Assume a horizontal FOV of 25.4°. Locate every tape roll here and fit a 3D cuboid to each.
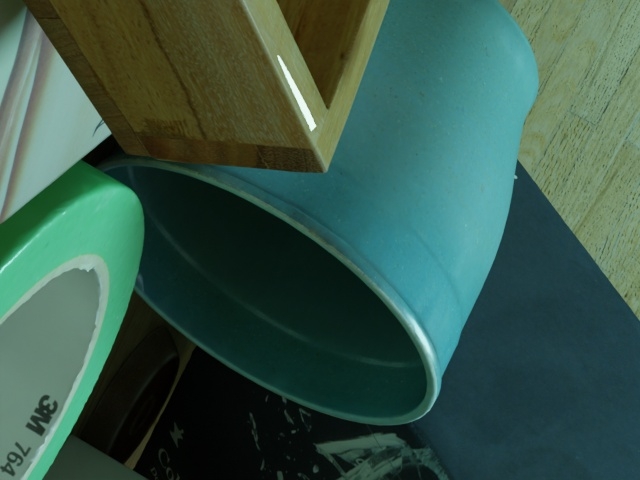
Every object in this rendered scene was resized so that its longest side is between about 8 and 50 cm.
[{"bbox_3d":[-0.213,0.094,0.782,0.321,0.077,0.321,-58,171,-14],"label":"tape roll"}]

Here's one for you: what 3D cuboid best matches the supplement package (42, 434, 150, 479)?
[{"bbox_3d":[-0.167,0.331,1.202,0.204,0.262,0.145,-52,168,-48],"label":"supplement package"}]

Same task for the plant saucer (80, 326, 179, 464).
[{"bbox_3d":[-0.181,0.162,1.372,0.168,0.029,0.168,-60,172,-13],"label":"plant saucer"}]

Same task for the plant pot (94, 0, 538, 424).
[{"bbox_3d":[0.018,-0.054,0.990,0.255,0.272,0.271,-56,171,-26],"label":"plant pot"}]

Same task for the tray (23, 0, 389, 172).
[{"bbox_3d":[0.001,-0.247,0.420,0.203,0.076,0.411,62,41,-52],"label":"tray"}]

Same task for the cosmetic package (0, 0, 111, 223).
[{"bbox_3d":[-0.106,-0.124,0.508,0.296,0.129,0.153,-50,167,-50],"label":"cosmetic package"}]

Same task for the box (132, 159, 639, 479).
[{"bbox_3d":[0.103,0.253,1.320,0.297,0.480,0.472,-14,149,-36],"label":"box"}]
